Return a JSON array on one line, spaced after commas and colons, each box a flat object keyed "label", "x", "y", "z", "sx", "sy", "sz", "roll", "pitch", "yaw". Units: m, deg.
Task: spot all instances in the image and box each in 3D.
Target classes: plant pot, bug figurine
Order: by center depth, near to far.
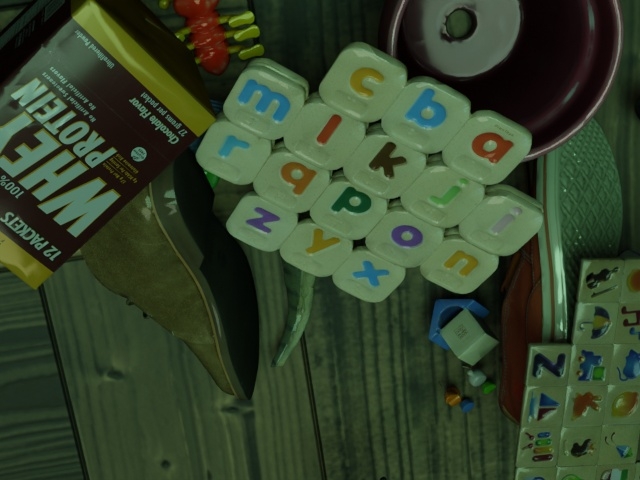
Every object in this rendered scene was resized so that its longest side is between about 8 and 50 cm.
[{"label": "plant pot", "x": 0.142, "y": -0.185, "z": 0.989, "sx": 0.202, "sy": 0.180, "sz": 0.201, "roll": -2, "pitch": 110, "yaw": -6}, {"label": "bug figurine", "x": -0.186, "y": -0.125, "z": 1.031, "sx": 0.279, "sy": 0.072, "sz": 0.216, "roll": -15, "pitch": 116, "yaw": -6}]

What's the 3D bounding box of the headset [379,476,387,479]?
[{"label": "headset", "x": 0.110, "y": 0.403, "z": 1.186, "sx": 0.243, "sy": 0.185, "sz": 0.394, "roll": -28, "pitch": 121, "yaw": 3}]

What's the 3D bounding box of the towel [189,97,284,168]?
[{"label": "towel", "x": -0.089, "y": -0.092, "z": 1.010, "sx": 0.120, "sy": 0.029, "sz": 0.067, "roll": 12, "pitch": 112, "yaw": -17}]

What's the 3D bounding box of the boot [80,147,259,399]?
[{"label": "boot", "x": -0.136, "y": 0.041, "z": 1.062, "sx": 0.115, "sy": 0.112, "sz": 0.305, "roll": -9, "pitch": 131, "yaw": 13}]

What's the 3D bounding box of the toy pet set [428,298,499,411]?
[{"label": "toy pet set", "x": 0.156, "y": 0.106, "z": 1.168, "sx": 0.122, "sy": 0.065, "sz": 0.114, "roll": -43, "pitch": 143, "yaw": 12}]

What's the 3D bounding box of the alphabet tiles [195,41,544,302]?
[{"label": "alphabet tiles", "x": 0.040, "y": -0.049, "z": 0.965, "sx": 0.284, "sy": 0.021, "sz": 0.278, "roll": 27, "pitch": 140, "yaw": -10}]

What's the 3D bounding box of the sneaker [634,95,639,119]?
[{"label": "sneaker", "x": 0.421, "y": -0.124, "z": 1.102, "sx": 0.229, "sy": 0.086, "sz": 0.132, "roll": 29, "pitch": 99, "yaw": -25}]

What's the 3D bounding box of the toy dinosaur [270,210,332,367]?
[{"label": "toy dinosaur", "x": 0.000, "y": 0.000, "z": 1.102, "sx": 0.118, "sy": 0.064, "sz": 0.268, "roll": -1, "pitch": 110, "yaw": 9}]

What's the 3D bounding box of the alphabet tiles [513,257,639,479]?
[{"label": "alphabet tiles", "x": 0.278, "y": 0.130, "z": 1.016, "sx": 0.198, "sy": 0.009, "sz": 0.237, "roll": 0, "pitch": 105, "yaw": -12}]

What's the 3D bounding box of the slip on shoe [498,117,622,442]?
[{"label": "slip on shoe", "x": 0.223, "y": 0.030, "z": 1.086, "sx": 0.123, "sy": 0.101, "sz": 0.331, "roll": 6, "pitch": 85, "yaw": -43}]

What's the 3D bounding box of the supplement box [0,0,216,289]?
[{"label": "supplement box", "x": -0.206, "y": -0.103, "z": 0.889, "sx": 0.194, "sy": 0.191, "sz": 0.129, "roll": -42, "pitch": 117, "yaw": 9}]

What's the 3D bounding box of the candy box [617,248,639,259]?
[{"label": "candy box", "x": 0.365, "y": 0.122, "z": 1.126, "sx": 0.070, "sy": 0.165, "sz": 0.196, "roll": -35, "pitch": 110, "yaw": -2}]
